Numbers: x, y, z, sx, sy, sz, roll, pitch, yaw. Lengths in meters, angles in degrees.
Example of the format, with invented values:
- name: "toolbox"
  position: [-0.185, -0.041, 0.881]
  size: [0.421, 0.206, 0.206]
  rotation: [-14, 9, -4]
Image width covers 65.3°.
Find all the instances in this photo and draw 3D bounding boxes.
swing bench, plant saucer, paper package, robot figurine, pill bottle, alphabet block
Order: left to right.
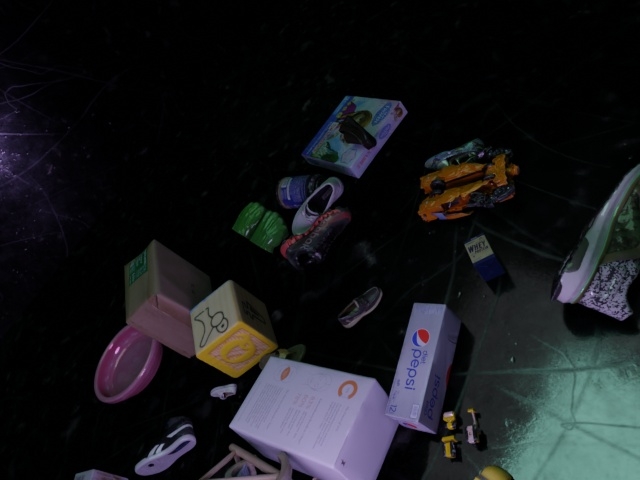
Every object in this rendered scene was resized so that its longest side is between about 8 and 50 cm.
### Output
- name: "plant saucer"
  position: [-0.725, 0.468, 1.920]
  size: [0.332, 0.084, 0.332]
  rotation: [-23, 44, 25]
- name: "paper package"
  position: [-0.533, 0.207, 1.790]
  size: [0.168, 0.309, 0.325]
  rotation: [-39, 39, 9]
- name: "alphabet block"
  position: [-0.279, 0.282, 1.594]
  size: [0.192, 0.193, 0.197]
  rotation: [-39, 40, 12]
- name: "swing bench"
  position: [-0.129, 0.616, 1.107]
  size: [0.255, 0.253, 0.165]
  rotation: [-10, 8, 36]
- name: "pill bottle"
  position: [-0.045, -0.180, 1.823]
  size: [0.219, 0.123, 0.122]
  rotation: [-1, 57, 35]
- name: "robot figurine"
  position: [0.423, -0.155, 1.423]
  size: [0.291, 0.085, 0.211]
  rotation: [-14, 50, 34]

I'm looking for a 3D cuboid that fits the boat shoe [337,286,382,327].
- name: "boat shoe"
  position: [0.114, 0.188, 1.436]
  size: [0.152, 0.049, 0.056]
  rotation: [-47, 39, 0]

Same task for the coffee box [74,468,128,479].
- name: "coffee box"
  position: [-0.700, 0.853, 1.531]
  size: [0.098, 0.141, 0.246]
  rotation: [-23, 46, 25]

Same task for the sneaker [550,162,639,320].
- name: "sneaker"
  position: [0.666, 0.003, 1.074]
  size: [0.182, 0.158, 0.410]
  rotation: [34, 79, 19]

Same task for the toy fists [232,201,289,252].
- name: "toy fists"
  position: [-0.222, -0.056, 1.908]
  size: [0.279, 0.096, 0.142]
  rotation: [29, 89, 48]

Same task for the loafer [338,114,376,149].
- name: "loafer"
  position: [0.128, -0.368, 1.775]
  size: [0.078, 0.080, 0.220]
  rotation: [-48, 34, 13]

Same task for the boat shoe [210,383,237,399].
- name: "boat shoe"
  position: [-0.307, 0.482, 1.577]
  size: [0.100, 0.035, 0.035]
  rotation: [-19, 43, 20]

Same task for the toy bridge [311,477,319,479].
- name: "toy bridge"
  position: [-0.002, 0.611, 1.203]
  size: [0.063, 0.026, 0.188]
  rotation: [2, 59, 43]

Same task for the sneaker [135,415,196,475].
- name: "sneaker"
  position: [-0.487, 0.638, 1.580]
  size: [0.217, 0.079, 0.121]
  rotation: [-32, 37, 4]

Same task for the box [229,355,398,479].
- name: "box"
  position: [-0.014, 0.439, 1.220]
  size: [0.345, 0.168, 0.215]
  rotation: [0, 47, 42]

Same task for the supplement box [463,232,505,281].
- name: "supplement box"
  position: [0.414, 0.042, 1.265]
  size: [0.056, 0.083, 0.083]
  rotation: [-29, 41, 19]

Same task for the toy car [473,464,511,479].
- name: "toy car"
  position: [0.269, 0.566, 0.979]
  size: [0.225, 0.053, 0.239]
  rotation: [-18, 47, 30]

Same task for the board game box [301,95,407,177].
- name: "board game box"
  position: [0.122, -0.408, 1.915]
  size: [0.318, 0.066, 0.318]
  rotation: [25, 76, 49]

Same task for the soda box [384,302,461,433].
- name: "soda box"
  position: [0.249, 0.297, 1.188]
  size: [0.091, 0.098, 0.286]
  rotation: [-4, 55, 41]

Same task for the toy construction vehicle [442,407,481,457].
- name: "toy construction vehicle"
  position: [0.307, 0.420, 1.089]
  size: [0.086, 0.035, 0.098]
  rotation: [-31, 38, 35]

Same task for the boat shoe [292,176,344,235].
- name: "boat shoe"
  position: [-0.021, -0.103, 1.709]
  size: [0.267, 0.096, 0.088]
  rotation: [-46, -6, 28]

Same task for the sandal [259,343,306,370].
- name: "sandal"
  position: [-0.122, 0.354, 1.506]
  size: [0.180, 0.049, 0.072]
  rotation: [-19, 47, 29]

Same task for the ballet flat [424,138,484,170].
- name: "ballet flat"
  position: [0.411, -0.248, 1.533]
  size: [0.188, 0.070, 0.070]
  rotation: [-24, 45, 30]

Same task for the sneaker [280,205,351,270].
- name: "sneaker"
  position: [0.000, 0.000, 1.661]
  size: [0.276, 0.097, 0.135]
  rotation: [-36, 49, 6]
